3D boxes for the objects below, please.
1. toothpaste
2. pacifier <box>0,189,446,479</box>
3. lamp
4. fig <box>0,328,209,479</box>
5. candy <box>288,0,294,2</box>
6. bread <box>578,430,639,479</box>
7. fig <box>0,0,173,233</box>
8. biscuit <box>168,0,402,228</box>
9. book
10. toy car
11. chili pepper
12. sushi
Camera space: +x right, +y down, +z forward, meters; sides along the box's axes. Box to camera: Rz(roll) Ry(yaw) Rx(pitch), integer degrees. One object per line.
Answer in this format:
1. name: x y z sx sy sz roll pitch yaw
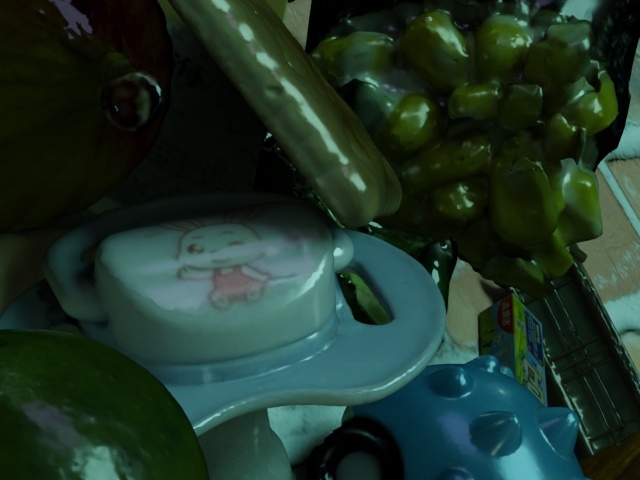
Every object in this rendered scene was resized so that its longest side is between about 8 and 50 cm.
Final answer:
1. toothpaste: 0.176 0.123 1.762 0.070 0.044 0.193 46 25 -24
2. pacifier: -0.069 0.086 1.190 0.238 0.287 0.226 -132 -144 -54
3. lamp: 0.284 0.156 1.863 0.325 0.090 0.089 66 15 18
4. fig: -0.172 0.130 0.945 0.245 0.195 0.195 24 11 24
5. candy: -0.102 -0.335 1.797 0.262 0.077 0.073 51 44 9
6. bread: 0.315 0.301 1.526 0.207 0.279 0.279 44 28 -22
7. fig: -0.156 -0.087 1.070 0.217 0.217 0.321 40 -8 -33
8. biscuit: -0.019 -0.101 1.257 0.217 0.044 0.325 54 5 3
9. book: -0.152 -0.167 1.380 0.269 0.032 0.389 28 41 -20
10. toy car: 0.123 0.200 1.385 0.188 0.190 0.255 10 53 -61
11. chili pepper: -0.008 0.001 1.504 0.264 0.116 0.148 39 41 -34
12. sushi: 0.119 -0.128 1.673 0.328 0.328 0.285 19 57 8
